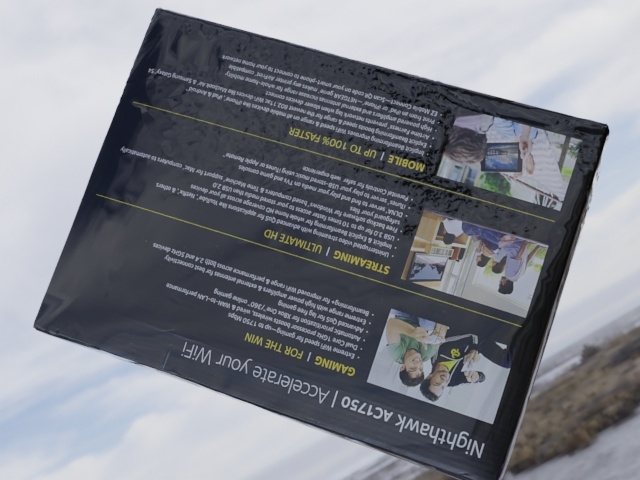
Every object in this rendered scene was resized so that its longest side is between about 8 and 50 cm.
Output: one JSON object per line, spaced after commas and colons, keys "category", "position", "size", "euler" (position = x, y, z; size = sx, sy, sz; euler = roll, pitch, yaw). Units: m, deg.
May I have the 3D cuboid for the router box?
{"category": "router box", "position": [0.000, 0.000, 0.400], "size": [0.046, 0.179, 0.133], "euler": [51, -123, -73]}
